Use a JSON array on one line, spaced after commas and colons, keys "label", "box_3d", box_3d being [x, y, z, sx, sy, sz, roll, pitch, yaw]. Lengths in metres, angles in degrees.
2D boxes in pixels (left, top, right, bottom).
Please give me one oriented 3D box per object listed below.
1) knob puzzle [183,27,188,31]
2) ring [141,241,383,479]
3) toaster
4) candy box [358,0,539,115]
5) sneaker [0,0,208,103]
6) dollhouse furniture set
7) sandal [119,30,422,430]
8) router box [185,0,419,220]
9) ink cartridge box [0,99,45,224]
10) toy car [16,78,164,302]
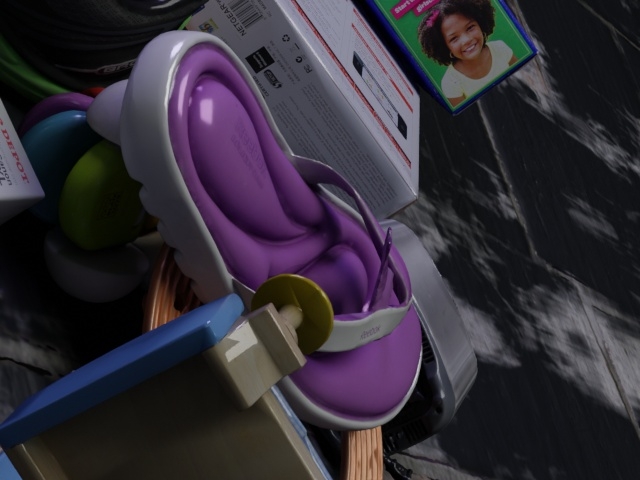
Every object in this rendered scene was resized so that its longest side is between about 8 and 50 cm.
[{"label": "knob puzzle", "box_3d": [-0.160, -0.217, 1.620, 0.213, 0.030, 0.213, 49, 20, -24]}, {"label": "ring", "box_3d": [-0.042, 0.126, 1.368, 0.336, 0.032, 0.336, 31, 54, -55]}, {"label": "toaster", "box_3d": [0.050, 0.084, 1.587, 0.227, 0.129, 0.146, 62, 21, -1]}, {"label": "candy box", "box_3d": [0.063, -0.310, 1.969, 0.317, 0.122, 0.268, 51, 2, -22]}, {"label": "sneaker", "box_3d": [-0.248, -0.259, 1.274, 0.483, 0.202, 0.185, 29, 38, -52]}, {"label": "dollhouse furniture set", "box_3d": [-0.053, 0.179, 1.044, 0.286, 0.303, 0.198, 57, 24, -8]}, {"label": "sandal", "box_3d": [-0.004, 0.014, 1.317, 0.416, 0.102, 0.169, 48, 50, -48]}, {"label": "router box", "box_3d": [-0.031, -0.200, 1.756, 0.335, 0.082, 0.301, 53, 16, -17]}, {"label": "ink cartridge box", "box_3d": [-0.257, -0.060, 1.203, 0.109, 0.063, 0.150, 64, 24, 9]}, {"label": "toy car", "box_3d": [-0.150, -0.055, 1.346, 0.136, 0.159, 0.182, 28, 23, 16]}]
